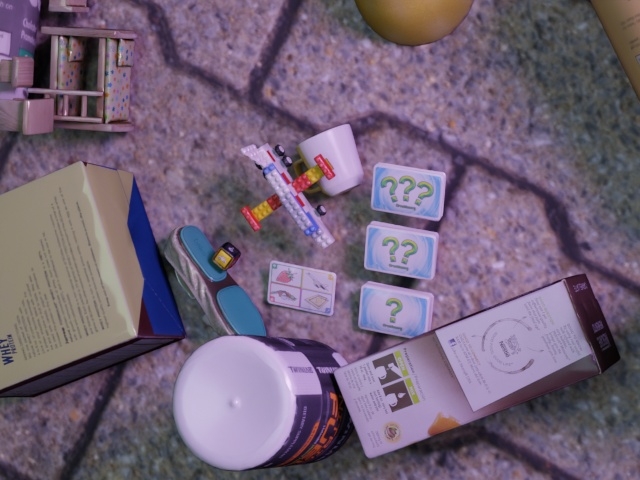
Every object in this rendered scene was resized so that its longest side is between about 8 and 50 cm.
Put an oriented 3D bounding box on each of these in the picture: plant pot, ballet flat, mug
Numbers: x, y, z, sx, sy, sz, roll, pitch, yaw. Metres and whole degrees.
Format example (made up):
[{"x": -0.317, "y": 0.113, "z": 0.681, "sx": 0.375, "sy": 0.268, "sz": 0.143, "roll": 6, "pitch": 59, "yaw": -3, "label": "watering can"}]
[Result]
[{"x": 0.085, "y": -0.275, "z": 1.859, "sx": 0.134, "sy": 0.095, "sz": 0.134, "roll": -1, "pitch": 86, "yaw": 20, "label": "plant pot"}, {"x": -0.114, "y": 0.059, "z": 1.933, "sx": 0.052, "sy": 0.057, "sz": 0.168, "roll": -46, "pitch": 67, "yaw": 39, "label": "ballet flat"}, {"x": 0.013, "y": -0.080, "z": 1.897, "sx": 0.062, "sy": 0.078, "sz": 0.064, "roll": -23, "pitch": 87, "yaw": -17, "label": "mug"}]

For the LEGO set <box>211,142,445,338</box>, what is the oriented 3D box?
[{"x": 0.000, "y": 0.000, "z": 1.862, "sx": 0.244, "sy": 0.060, "sz": 0.182, "roll": 11, "pitch": 109, "yaw": 19, "label": "LEGO set"}]

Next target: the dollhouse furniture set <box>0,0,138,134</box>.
[{"x": -0.266, "y": -0.207, "z": 1.926, "sx": 0.101, "sy": 0.161, "sz": 0.181, "roll": 6, "pitch": 98, "yaw": 19, "label": "dollhouse furniture set"}]

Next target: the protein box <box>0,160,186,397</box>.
[{"x": -0.286, "y": 0.046, "z": 1.941, "sx": 0.201, "sy": 0.136, "sz": 0.199, "roll": -22, "pitch": 80, "yaw": 16, "label": "protein box"}]

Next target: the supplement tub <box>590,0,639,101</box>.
[{"x": 0.401, "y": -0.180, "z": 1.649, "sx": 0.241, "sy": 0.241, "sz": 0.331, "roll": -26, "pitch": 91, "yaw": 16, "label": "supplement tub"}]

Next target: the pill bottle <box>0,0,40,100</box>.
[{"x": -0.401, "y": -0.333, "z": 1.975, "sx": 0.204, "sy": 0.204, "sz": 0.361, "roll": 6, "pitch": 88, "yaw": 20, "label": "pill bottle"}]

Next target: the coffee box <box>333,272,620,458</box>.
[{"x": 0.156, "y": 0.122, "z": 1.774, "sx": 0.247, "sy": 0.141, "sz": 0.098, "roll": -23, "pitch": 86, "yaw": 17, "label": "coffee box"}]

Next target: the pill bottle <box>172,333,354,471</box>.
[{"x": -0.040, "y": 0.160, "z": 1.788, "sx": 0.130, "sy": 0.246, "sz": 0.130, "roll": -2, "pitch": 86, "yaw": 21, "label": "pill bottle"}]
